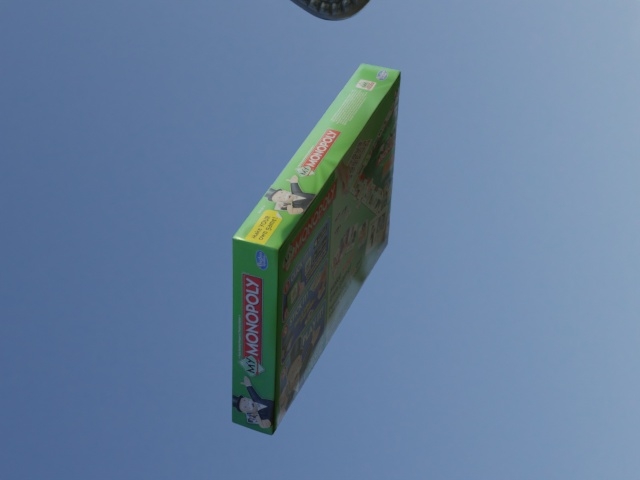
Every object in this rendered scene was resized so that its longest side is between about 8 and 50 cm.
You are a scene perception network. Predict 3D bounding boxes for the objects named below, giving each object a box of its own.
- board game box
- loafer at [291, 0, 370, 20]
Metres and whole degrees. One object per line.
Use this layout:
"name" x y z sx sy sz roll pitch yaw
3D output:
"board game box" 0.000 0.000 1.321 0.317 0.046 0.214 -56 -25 -49
"loafer" -0.052 -0.258 1.109 0.251 0.094 0.087 45 -168 10
